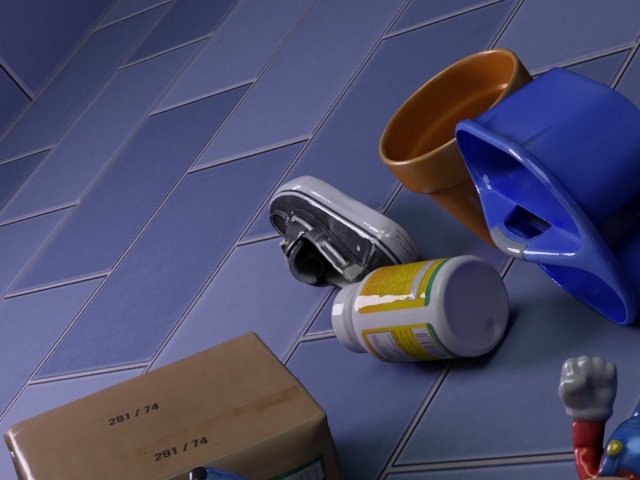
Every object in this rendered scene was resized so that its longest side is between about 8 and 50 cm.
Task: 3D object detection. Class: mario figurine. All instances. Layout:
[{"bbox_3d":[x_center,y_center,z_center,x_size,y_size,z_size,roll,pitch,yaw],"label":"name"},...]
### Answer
[{"bbox_3d":[0.289,0.202,1.615,0.198,0.170,0.320,-1,43,54],"label":"mario figurine"}]

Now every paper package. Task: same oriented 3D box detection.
[{"bbox_3d":[-0.158,0.271,2.043,0.324,0.168,0.309,-21,21,-12],"label":"paper package"}]

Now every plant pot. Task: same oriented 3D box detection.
[{"bbox_3d":[0.208,-0.099,2.257,0.205,0.188,0.205,-33,24,17],"label":"plant pot"}]

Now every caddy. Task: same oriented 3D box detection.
[{"bbox_3d":[0.268,-0.042,2.000,0.179,0.241,0.341,-37,22,-6],"label":"caddy"}]

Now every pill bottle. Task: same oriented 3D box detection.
[{"bbox_3d":[0.111,0.084,2.162,0.208,0.117,0.117,-10,37,50],"label":"pill bottle"}]

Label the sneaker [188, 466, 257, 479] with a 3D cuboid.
[{"bbox_3d":[-0.161,0.370,1.849,0.330,0.147,0.130,-61,11,0],"label":"sneaker"}]

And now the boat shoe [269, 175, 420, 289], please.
[{"bbox_3d":[0.000,0.000,2.477,0.119,0.121,0.335,-41,25,-15],"label":"boat shoe"}]
